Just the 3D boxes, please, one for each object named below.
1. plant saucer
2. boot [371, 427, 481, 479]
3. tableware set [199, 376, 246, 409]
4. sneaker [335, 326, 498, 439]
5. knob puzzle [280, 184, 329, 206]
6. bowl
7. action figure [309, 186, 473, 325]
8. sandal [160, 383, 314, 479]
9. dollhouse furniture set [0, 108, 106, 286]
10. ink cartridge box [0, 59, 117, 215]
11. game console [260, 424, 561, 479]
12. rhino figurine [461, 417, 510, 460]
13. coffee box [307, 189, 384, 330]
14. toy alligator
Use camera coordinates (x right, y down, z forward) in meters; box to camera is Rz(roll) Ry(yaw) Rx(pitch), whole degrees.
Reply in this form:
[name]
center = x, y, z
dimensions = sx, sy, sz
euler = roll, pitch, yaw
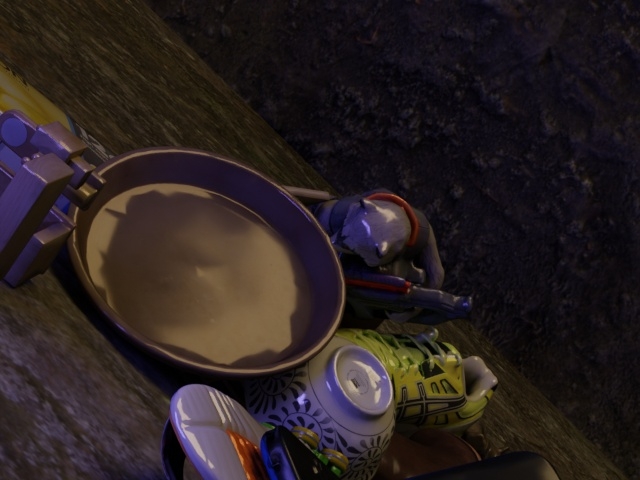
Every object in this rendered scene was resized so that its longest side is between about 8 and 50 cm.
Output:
[plant saucer]
center = -0.110, 0.024, 1.525
dimensions = 0.277, 0.041, 0.278
euler = 16, 44, -16
[boot]
center = 0.086, 0.225, 1.733
dimensions = 0.207, 0.090, 0.248
euler = 43, 11, -21
[tableware set]
center = -0.101, 0.105, 1.631
dimensions = 0.128, 0.039, 0.194
euler = 53, 7, -35
[sneaker]
center = 0.076, 0.151, 1.877
dimensions = 0.145, 0.147, 0.384
euler = 50, 11, 30
[knob puzzle]
center = -0.118, -0.052, 1.804
dimensions = 0.213, 0.213, 0.030
euler = 22, 63, -70
[bowl]
center = 0.017, 0.150, 1.549
dimensions = 0.170, 0.080, 0.170
euler = 25, 46, -29
[action figure]
center = 0.000, 0.000, 1.899
dimensions = 0.341, 0.179, 0.330
euler = 10, -9, -17
[sandal]
center = -0.064, 0.189, 1.239
dimensions = 0.265, 0.076, 0.102
euler = 41, 24, -61
[dollhouse furniture set]
center = -0.266, -0.046, 1.295
dimensions = 0.123, 0.144, 0.151
euler = 40, 22, 5
[ink cartridge box]
center = -0.305, -0.117, 1.664
dimensions = 0.303, 0.072, 0.307
euler = 40, 10, -27
[game console]
center = 0.115, 0.258, 1.184
dimensions = 0.250, 0.173, 0.293
euler = 51, 10, -51
[rhino figurine]
center = 0.185, 0.258, 2.142
dimensions = 0.243, 0.073, 0.106
euler = 43, 11, -19
[coffee box]
center = 0.013, 0.042, 2.241
dimensions = 0.168, 0.119, 0.297
euler = 44, 7, -6
[toy alligator]
center = 0.001, 0.225, 1.470
dimensions = 0.189, 0.056, 0.051
euler = 40, -32, -24
